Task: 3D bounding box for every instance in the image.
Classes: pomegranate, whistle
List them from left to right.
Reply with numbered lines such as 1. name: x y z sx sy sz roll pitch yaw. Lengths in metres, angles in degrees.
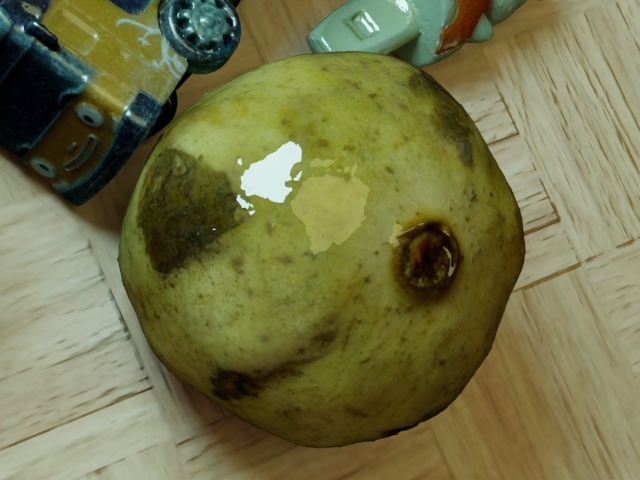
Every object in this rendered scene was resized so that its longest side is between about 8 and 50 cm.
1. pomegranate: 0.000 0.000 1.313 0.281 0.281 0.281 9 69 -24
2. whistle: 0.091 -0.201 1.524 0.253 0.106 0.101 -31 48 -31

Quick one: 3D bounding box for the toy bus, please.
1. toy bus: -0.138 -0.206 1.372 0.194 0.162 0.323 37 59 -11
